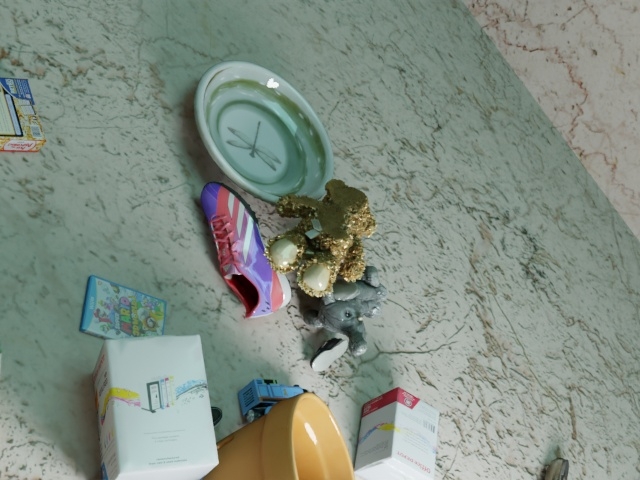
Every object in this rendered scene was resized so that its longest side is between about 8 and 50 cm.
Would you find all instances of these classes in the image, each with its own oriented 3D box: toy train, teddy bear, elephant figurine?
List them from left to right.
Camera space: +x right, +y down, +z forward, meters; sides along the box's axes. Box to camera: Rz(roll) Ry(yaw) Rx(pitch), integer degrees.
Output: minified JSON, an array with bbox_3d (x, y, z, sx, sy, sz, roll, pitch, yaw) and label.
[{"bbox_3d":[-0.078,0.340,1.819,0.184,0.080,0.105,11,51,-39],"label":"toy train"},{"bbox_3d":[0.000,0.000,1.968,0.245,0.113,0.338,19,41,-5],"label":"teddy bear"},{"bbox_3d":[0.043,0.144,1.995,0.239,0.186,0.169,-35,113,-58],"label":"elephant figurine"}]

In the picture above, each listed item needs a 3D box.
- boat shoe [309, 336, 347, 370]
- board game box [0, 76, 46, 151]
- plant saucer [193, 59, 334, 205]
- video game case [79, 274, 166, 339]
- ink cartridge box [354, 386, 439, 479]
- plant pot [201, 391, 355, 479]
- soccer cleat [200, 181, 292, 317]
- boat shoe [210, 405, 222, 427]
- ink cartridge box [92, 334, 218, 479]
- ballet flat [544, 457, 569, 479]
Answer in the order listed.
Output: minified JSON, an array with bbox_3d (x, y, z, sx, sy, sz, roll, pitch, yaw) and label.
[{"bbox_3d":[0.011,0.252,1.994,0.125,0.038,0.046,-34,130,-44],"label":"boat shoe"},{"bbox_3d":[-0.638,-0.244,1.701,0.194,0.045,0.146,-4,67,-45],"label":"board game box"},{"bbox_3d":[-0.149,-0.239,2.127,0.401,0.100,0.400,24,49,-32],"label":"plant saucer"},{"bbox_3d":[-0.376,0.144,1.713,0.166,0.015,0.119,24,49,-31],"label":"video game case"},{"bbox_3d":[0.167,0.440,1.946,0.128,0.127,0.176,34,44,-23],"label":"ink cartridge box"},{"bbox_3d":[-0.077,0.440,1.604,0.291,0.204,0.290,-19,90,-73],"label":"plant pot"},{"bbox_3d":[-0.182,0.018,1.921,0.116,0.109,0.318,-27,86,-45],"label":"soccer cleat"},{"bbox_3d":[-0.235,0.345,1.690,0.142,0.040,0.049,-13,73,-47],"label":"boat shoe"},{"bbox_3d":[-0.292,0.301,1.539,0.168,0.171,0.232,-1,63,-23],"label":"ink cartridge box"},{"bbox_3d":[0.575,0.649,2.259,0.250,0.058,0.084,-55,140,-43],"label":"ballet flat"}]
